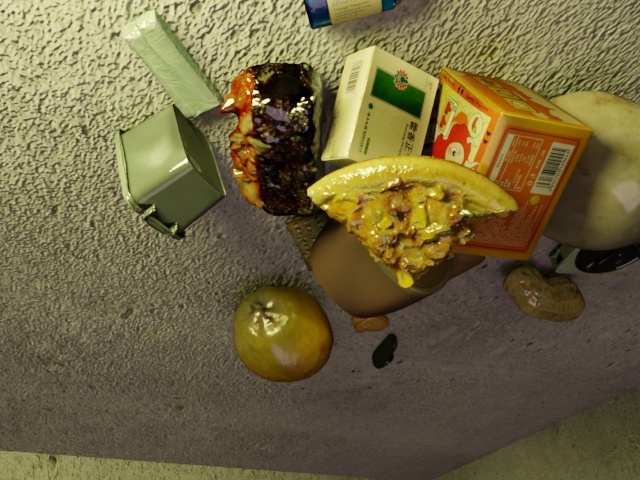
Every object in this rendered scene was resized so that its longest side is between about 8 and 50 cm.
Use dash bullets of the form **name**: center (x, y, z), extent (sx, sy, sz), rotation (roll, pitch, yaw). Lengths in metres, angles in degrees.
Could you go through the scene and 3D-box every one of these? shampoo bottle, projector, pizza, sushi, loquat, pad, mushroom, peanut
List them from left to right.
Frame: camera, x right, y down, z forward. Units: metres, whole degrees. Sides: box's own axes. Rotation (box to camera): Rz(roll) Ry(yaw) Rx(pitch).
- **sushi**: center (-0.078, -0.190, 1.178), extent (0.181, 0.196, 0.343), rotation (9, 138, 6)
- **loquat**: center (-0.107, 0.268, 1.702), extent (0.276, 0.276, 0.284), rotation (-21, 139, 15)
- **shampoo bottle**: center (0.063, -0.413, 1.003), extent (0.183, 0.050, 0.087), rotation (-13, 140, 5)
- **pizza**: center (0.151, -0.070, 1.034), extent (0.268, 0.087, 0.258), rotation (43, 116, -10)
- **pad**: center (0.271, 0.071, 1.674), extent (0.284, 0.018, 0.286), rotation (17, 147, -30)
- **peanut**: center (0.681, 0.163, 1.831), extent (0.325, 0.140, 0.153), rotation (23, 114, -30)
- **mushroom**: center (0.581, -0.157, 1.286), extent (0.362, 0.295, 0.362), rotation (27, 145, 21)
- **projector**: center (0.831, 0.010, 1.705), extent (0.259, 0.079, 0.257), rotation (2, 141, -18)

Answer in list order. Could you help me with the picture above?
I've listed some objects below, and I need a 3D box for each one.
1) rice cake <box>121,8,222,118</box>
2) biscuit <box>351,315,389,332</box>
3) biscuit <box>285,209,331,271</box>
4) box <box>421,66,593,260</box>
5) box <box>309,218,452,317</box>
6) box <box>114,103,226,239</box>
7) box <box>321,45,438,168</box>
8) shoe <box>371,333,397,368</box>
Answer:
- **rice cake**: center (-0.264, -0.308, 1.078), extent (0.080, 0.042, 0.222), rotation (-16, 144, 16)
- **biscuit**: center (0.156, 0.269, 1.947), extent (0.140, 0.023, 0.118), rotation (23, 132, -36)
- **biscuit**: center (0.000, 0.000, 1.563), extent (0.139, 0.016, 0.231), rotation (-16, 143, 8)
- **box**: center (0.316, -0.151, 1.173), extent (0.213, 0.259, 0.284), rotation (6, 121, -21)
- **box**: center (0.134, 0.034, 1.409), extent (0.301, 0.301, 0.216), rotation (18, 139, -32)
- **box**: center (-0.284, -0.139, 1.151), extent (0.135, 0.243, 0.163), rotation (-33, 138, 10)
- **box**: center (0.114, -0.225, 1.124), extent (0.168, 0.212, 0.095), rotation (17, 174, -33)
- **shoe**: center (0.237, 0.387, 2.087), extent (0.049, 0.071, 0.179), rotation (4, 137, -24)
